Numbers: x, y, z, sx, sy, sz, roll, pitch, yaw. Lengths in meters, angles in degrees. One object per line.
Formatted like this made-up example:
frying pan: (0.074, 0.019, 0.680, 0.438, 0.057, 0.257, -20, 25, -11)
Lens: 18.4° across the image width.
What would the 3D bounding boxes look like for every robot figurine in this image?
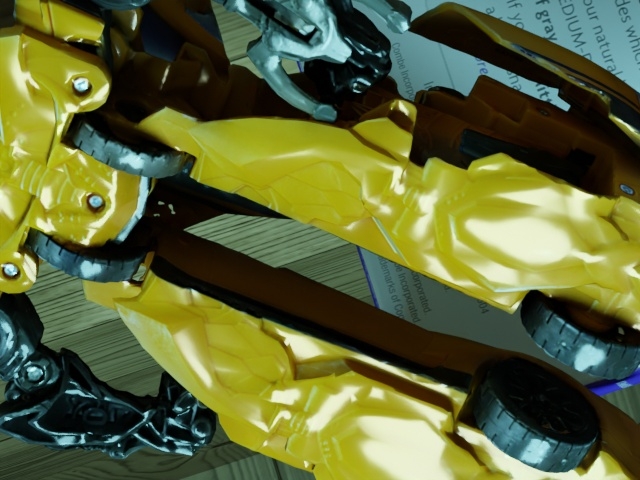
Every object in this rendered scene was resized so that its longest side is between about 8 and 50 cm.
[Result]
robot figurine: (0.000, 0.000, 0.647, 0.085, 0.291, 0.211, -76, -169, -61)

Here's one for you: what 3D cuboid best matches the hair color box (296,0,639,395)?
hair color box: (0.174, -0.061, 0.760, 0.339, 0.185, 0.110, -19, 170, 11)
